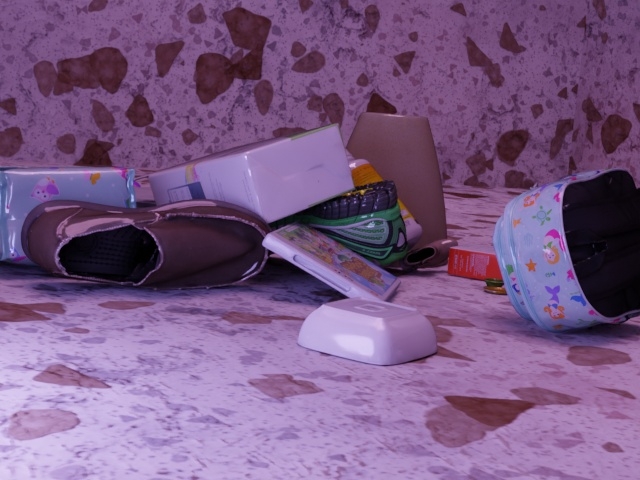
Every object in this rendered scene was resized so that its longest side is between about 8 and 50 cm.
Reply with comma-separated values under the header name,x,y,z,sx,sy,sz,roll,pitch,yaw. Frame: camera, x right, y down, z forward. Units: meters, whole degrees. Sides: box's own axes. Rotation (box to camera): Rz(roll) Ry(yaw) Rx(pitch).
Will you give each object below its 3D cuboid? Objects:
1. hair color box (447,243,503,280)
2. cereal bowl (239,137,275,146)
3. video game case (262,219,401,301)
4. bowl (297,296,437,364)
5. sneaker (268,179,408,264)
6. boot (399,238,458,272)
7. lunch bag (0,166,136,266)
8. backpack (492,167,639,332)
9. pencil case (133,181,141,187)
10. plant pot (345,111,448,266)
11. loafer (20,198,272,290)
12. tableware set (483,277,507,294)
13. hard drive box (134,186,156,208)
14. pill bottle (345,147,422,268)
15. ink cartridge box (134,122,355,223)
name,x,y,z,sx,sy,sz,roll,pitch,yaw
hair color box,0.321,0.044,1.987,0.167,0.053,0.093,8,8,31
cereal bowl,-0.105,-0.126,2.317,0.339,0.141,0.339,-10,16,3
video game case,0.023,0.034,1.687,0.193,0.023,0.212,31,11,6
bowl,0.060,0.105,1.353,0.142,0.053,0.142,12,11,35
sneaker,0.000,0.000,1.896,0.344,0.146,0.134,-7,14,47
boot,0.195,0.023,1.988,0.119,0.042,0.087,-27,-8,-4
lunch bag,-0.428,-0.038,1.741,0.224,0.160,0.262,-3,-1,-30
backpack,0.358,0.019,1.584,0.191,0.225,0.254,-17,-2,35
pencil case,-0.449,-0.073,2.194,0.104,0.104,0.236,10,9,32
plant pot,0.131,-0.104,2.140,0.257,0.273,0.256,6,8,-1
loafer,-0.232,0.022,1.593,0.366,0.133,0.130,-1,22,-24
tableware set,0.321,0.078,1.838,0.104,0.024,0.154,5,8,2
hard drive box,-0.329,-0.043,2.075,0.181,0.089,0.232,8,9,19
pill bottle,0.074,-0.061,1.980,0.215,0.117,0.117,52,23,13
ink cartridge box,-0.139,-0.092,1.871,0.207,0.119,0.354,-22,10,-39
